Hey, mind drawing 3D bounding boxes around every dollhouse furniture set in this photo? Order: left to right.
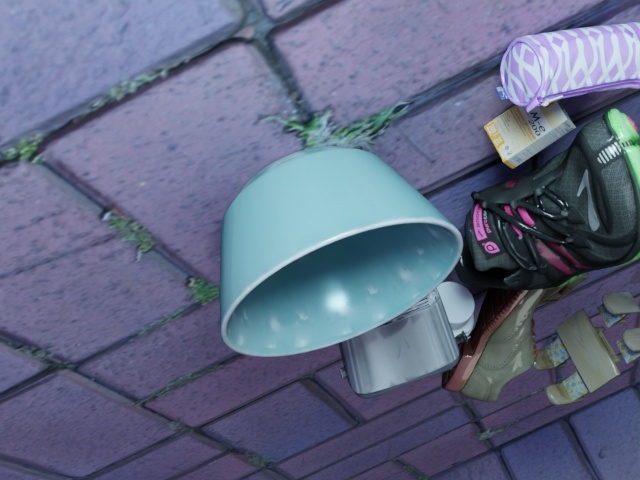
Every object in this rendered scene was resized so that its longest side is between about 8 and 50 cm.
[{"bbox_3d":[0.458,0.161,1.799,0.161,0.242,0.212,0,146,-39],"label":"dollhouse furniture set"}]

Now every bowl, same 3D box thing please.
[{"bbox_3d":[0.000,0.000,1.194,0.311,0.163,0.311,-20,155,-10],"label":"bowl"}]

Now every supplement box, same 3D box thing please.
[{"bbox_3d":[0.270,-0.148,1.253,0.098,0.062,0.036,-35,151,22],"label":"supplement box"}]

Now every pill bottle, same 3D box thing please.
[{"bbox_3d":[0.212,0.153,1.731,0.108,0.108,0.193,-15,153,-17],"label":"pill bottle"}]

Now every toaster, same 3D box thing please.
[{"bbox_3d":[0.127,0.147,1.572,0.227,0.129,0.146,-19,115,-1],"label":"toaster"}]

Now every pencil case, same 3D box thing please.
[{"bbox_3d":[0.314,-0.208,1.145,0.206,0.088,0.086,-14,155,-22],"label":"pencil case"}]

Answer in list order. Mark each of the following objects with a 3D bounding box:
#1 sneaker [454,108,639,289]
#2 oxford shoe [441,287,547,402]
[{"bbox_3d":[0.316,-0.020,1.358,0.202,0.185,0.483,-12,161,-14],"label":"sneaker"},{"bbox_3d":[0.351,0.161,1.768,0.130,0.123,0.348,24,127,-5],"label":"oxford shoe"}]
